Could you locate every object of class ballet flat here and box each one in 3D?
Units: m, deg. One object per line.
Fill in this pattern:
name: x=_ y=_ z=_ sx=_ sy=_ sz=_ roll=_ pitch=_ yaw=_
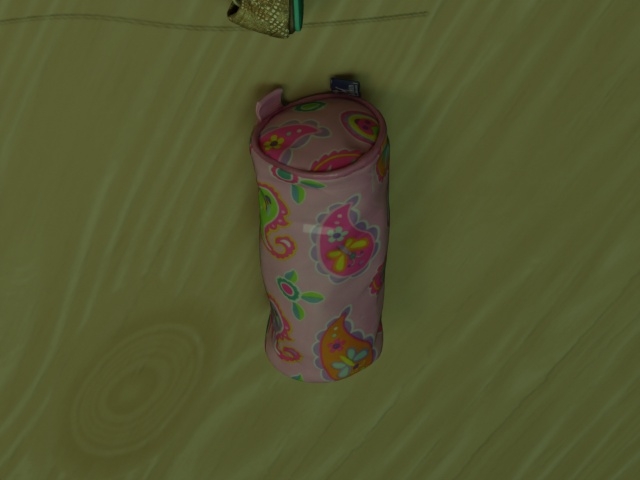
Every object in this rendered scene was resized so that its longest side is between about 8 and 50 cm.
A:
ballet flat: x=-0.047 y=-0.234 z=0.855 sx=0.067 sy=0.073 sz=0.206 roll=3 pitch=131 yaw=2

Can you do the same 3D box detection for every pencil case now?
pencil case: x=0.000 y=0.000 z=1.064 sx=0.124 sy=0.124 sz=0.284 roll=-9 pitch=134 yaw=-6
